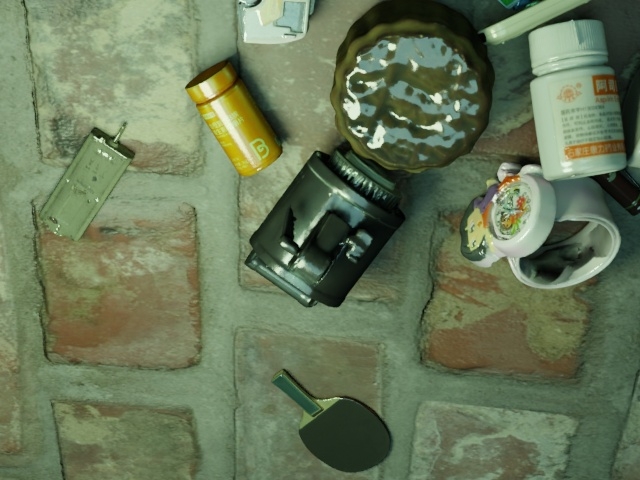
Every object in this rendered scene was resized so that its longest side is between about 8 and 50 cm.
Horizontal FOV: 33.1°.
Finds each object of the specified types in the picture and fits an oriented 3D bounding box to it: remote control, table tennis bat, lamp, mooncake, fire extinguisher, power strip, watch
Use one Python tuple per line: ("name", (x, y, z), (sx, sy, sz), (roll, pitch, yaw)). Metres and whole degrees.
("remote control", (0.366, -0.378, 1.782), (0.221, 0.078, 0.042), (-27, 100, 2))
("table tennis bat", (0.014, 0.375, 2.237), (0.173, 0.022, 0.301), (-40, 107, 22))
("lamp", (0.018, -0.029, 1.931), (0.205, 0.374, 0.272), (37, 82, -5))
("mooncake", (0.156, -0.256, 1.838), (0.290, 0.161, 0.290), (3, 116, 6))
("fire extinguisher", (0.523, -0.110, 1.940), (0.158, 0.043, 0.064), (40, 86, -14))
("power strip", (-0.435, -0.115, 2.031), (0.092, 0.034, 0.268), (33, 115, -10))
("watch", (0.398, -0.021, 1.943), (0.231, 0.196, 0.244), (16, 133, -28))

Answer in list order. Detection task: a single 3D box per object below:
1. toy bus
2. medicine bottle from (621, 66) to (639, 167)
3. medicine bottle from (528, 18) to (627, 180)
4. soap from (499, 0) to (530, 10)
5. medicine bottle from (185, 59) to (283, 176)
("toy bus", (-0.068, -0.498, 1.779), (0.138, 0.097, 0.343), (4, 115, -4))
("medicine bottle", (0.689, -0.184, 1.797), (0.339, 0.208, 0.208), (10, 117, 1))
("medicine bottle", (0.422, -0.231, 1.792), (0.144, 0.144, 0.252), (-11, 88, 10))
("soap", (0.292, -0.480, 1.702), (0.156, 0.077, 0.293), (-35, 144, 25))
("medicine bottle", (-0.152, -0.216, 1.922), (0.096, 0.096, 0.192), (-25, 112, 16))
